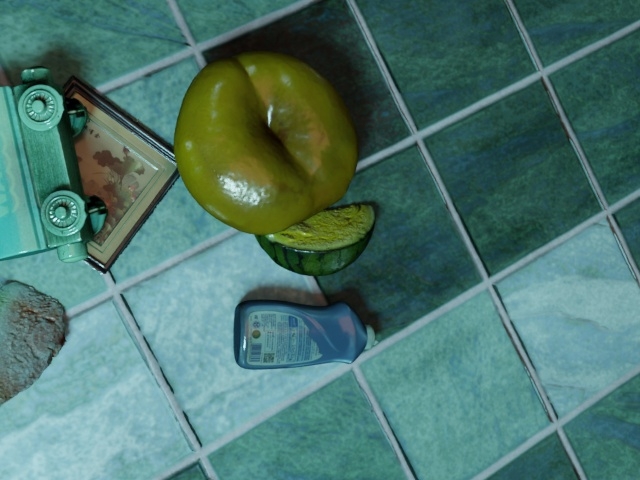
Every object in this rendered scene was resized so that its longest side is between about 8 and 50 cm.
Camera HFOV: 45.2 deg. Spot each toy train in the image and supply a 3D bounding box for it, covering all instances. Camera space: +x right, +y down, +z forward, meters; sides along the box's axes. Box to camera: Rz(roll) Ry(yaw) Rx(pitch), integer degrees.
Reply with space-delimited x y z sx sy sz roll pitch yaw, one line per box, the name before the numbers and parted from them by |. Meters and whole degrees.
toy train | -0.365 -0.088 0.958 0.159 0.101 0.248 -11 89 -1

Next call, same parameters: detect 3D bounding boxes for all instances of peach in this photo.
peach | -0.073 -0.133 1.027 0.251 0.153 0.251 1 88 -23

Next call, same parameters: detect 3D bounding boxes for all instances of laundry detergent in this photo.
laundry detergent | -0.016 0.131 1.068 0.206 0.061 0.097 3 83 -17

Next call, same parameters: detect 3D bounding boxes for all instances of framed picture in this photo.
framed picture | -0.308 -0.087 1.022 0.195 0.010 0.199 37 77 -11

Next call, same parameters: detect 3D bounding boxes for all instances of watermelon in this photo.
watermelon | -0.379 0.139 0.945 0.094 0.081 0.180 14 46 4
watermelon | 0.000 0.010 1.097 0.181 0.075 0.092 -10 45 -18
